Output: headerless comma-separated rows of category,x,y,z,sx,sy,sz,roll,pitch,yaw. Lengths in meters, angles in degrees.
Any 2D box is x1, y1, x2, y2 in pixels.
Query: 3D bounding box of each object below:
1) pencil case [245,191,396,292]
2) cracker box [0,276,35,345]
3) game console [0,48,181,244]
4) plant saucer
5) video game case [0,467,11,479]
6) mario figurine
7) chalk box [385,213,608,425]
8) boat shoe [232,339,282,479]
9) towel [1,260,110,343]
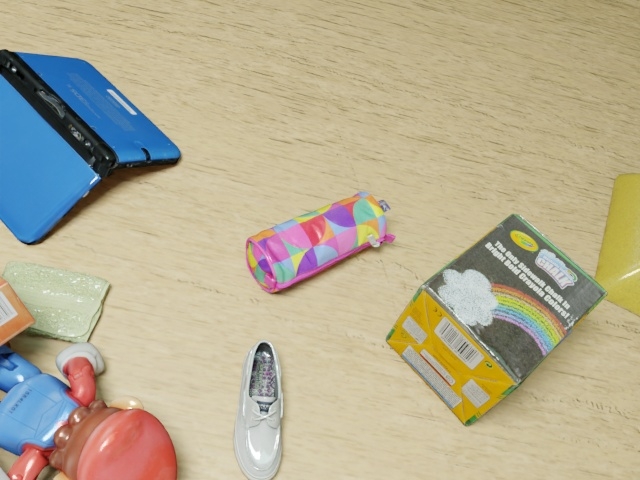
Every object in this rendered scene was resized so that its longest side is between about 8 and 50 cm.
pencil case,0.000,0.000,0.931,0.237,0.104,0.104,-23,65,-24
cracker box,-0.468,0.089,0.704,0.232,0.067,0.156,14,44,43
game console,-0.431,-0.161,0.976,0.293,0.173,0.250,43,27,15
plant saucer,0.702,0.030,1.091,0.333,0.081,0.332,27,55,5
video game case,-0.396,0.326,0.605,0.227,0.026,0.206,42,86,14
mario figurine,-0.315,0.239,0.707,0.321,0.170,0.197,23,91,15
chalk box,0.275,0.099,0.884,0.289,0.179,0.180,-31,68,-30
boat shoe,-0.077,0.221,0.784,0.066,0.063,0.184,9,55,-8
towel,-0.381,0.084,0.824,0.148,0.027,0.110,12,54,-6
